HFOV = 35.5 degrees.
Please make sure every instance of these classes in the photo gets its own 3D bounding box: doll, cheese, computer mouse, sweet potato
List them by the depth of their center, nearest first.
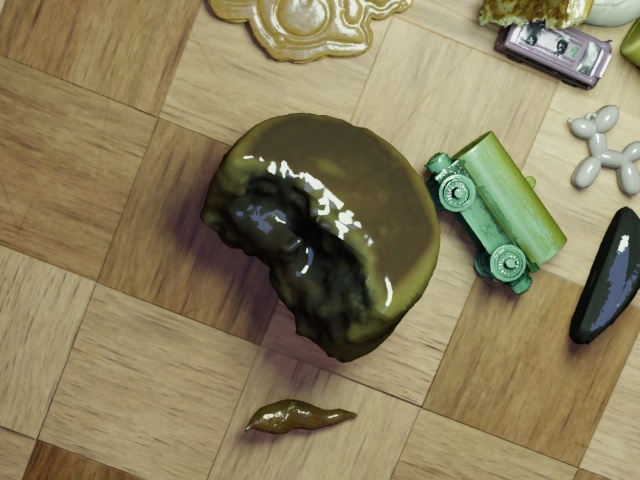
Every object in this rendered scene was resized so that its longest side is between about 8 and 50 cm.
[{"bbox_3d":[0.504,-0.466,1.756,0.189,0.154,0.198,18,91,0],"label":"cheese"},{"bbox_3d":[0.542,0.074,1.837,0.086,0.137,0.269,22,96,6],"label":"computer mouse"},{"bbox_3d":[0.525,-0.170,1.844,0.161,0.059,0.160,10,97,-1],"label":"doll"},{"bbox_3d":[-0.042,0.332,1.908,0.226,0.068,0.068,-2,98,-19],"label":"sweet potato"}]

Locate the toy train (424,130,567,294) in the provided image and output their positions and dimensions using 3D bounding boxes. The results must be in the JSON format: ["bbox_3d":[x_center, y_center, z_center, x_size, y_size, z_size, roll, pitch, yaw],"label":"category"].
[{"bbox_3d":[0.323,-0.051,1.823,0.189,0.126,0.307,-36,96,4],"label":"toy train"}]

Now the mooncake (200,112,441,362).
[{"bbox_3d":[0.000,0.000,1.713,0.393,0.246,0.394,3,64,-19],"label":"mooncake"}]

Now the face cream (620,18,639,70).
[{"bbox_3d":[0.662,-0.352,1.741,0.179,0.218,0.218,40,95,-4],"label":"face cream"}]

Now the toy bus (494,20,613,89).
[{"bbox_3d":[0.423,-0.346,1.794,0.199,0.108,0.096,23,97,-4],"label":"toy bus"}]

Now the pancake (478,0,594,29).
[{"bbox_3d":[0.370,-0.456,1.714,0.057,0.244,0.266,13,60,-40],"label":"pancake"}]

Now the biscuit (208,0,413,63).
[{"bbox_3d":[-0.018,-0.455,1.806,0.376,0.051,0.269,3,99,-2],"label":"biscuit"}]
